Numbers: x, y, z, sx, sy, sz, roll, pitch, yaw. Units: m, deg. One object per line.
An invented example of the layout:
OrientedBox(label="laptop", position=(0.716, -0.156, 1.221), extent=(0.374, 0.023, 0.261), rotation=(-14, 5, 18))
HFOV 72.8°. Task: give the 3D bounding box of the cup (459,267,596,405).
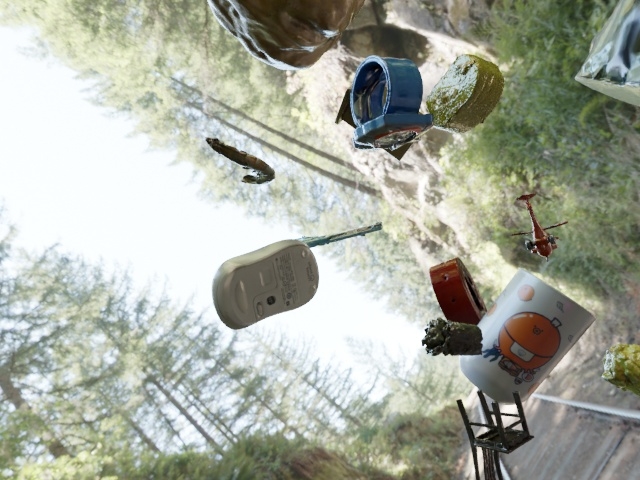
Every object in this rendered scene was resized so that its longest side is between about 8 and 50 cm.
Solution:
OrientedBox(label="cup", position=(0.525, 0.262, 1.145), extent=(0.318, 0.212, 0.212), rotation=(-57, -24, 10))

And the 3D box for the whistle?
OrientedBox(label="whistle", position=(0.511, -0.292, 0.626), extent=(0.404, 0.188, 0.168), rotation=(-30, -35, -62))

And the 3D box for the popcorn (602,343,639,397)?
OrientedBox(label="popcorn", position=(0.920, 0.384, 1.280), extent=(0.142, 0.173, 0.174), rotation=(-53, -23, -30))

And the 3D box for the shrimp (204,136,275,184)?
OrientedBox(label="shrimp", position=(-0.209, -0.193, 1.112), extent=(0.035, 0.195, 0.148), rotation=(-67, 10, -16))

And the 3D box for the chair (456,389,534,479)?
OrientedBox(label="chair", position=(0.345, 0.403, 0.828), extent=(0.084, 0.213, 0.101), rotation=(-6, -11, -33))

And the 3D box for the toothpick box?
OrientedBox(label="toothpick box", position=(0.240, -0.473, 1.665), extent=(0.188, 0.308, 0.190), rotation=(-52, -3, -30))

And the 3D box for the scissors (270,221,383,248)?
OrientedBox(label="scissors", position=(0.000, 0.001, 1.323), extent=(0.180, 0.392, 0.032), rotation=(-58, -46, -73))

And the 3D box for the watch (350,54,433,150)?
OrientedBox(label="watch", position=(0.203, -0.444, 1.435), extent=(0.241, 0.305, 0.275), rotation=(-7, -92, -28))

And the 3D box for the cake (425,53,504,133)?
OrientedBox(label="cake", position=(0.478, -0.481, 1.465), extent=(0.156, 0.179, 0.261), rotation=(10, -40, -23))

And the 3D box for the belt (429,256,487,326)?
OrientedBox(label="belt", position=(0.505, 0.218, 1.553), extent=(0.115, 0.324, 0.227), rotation=(-24, 20, 27))

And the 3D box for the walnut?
OrientedBox(label="walnut", position=(-0.080, -0.514, 0.816), extent=(0.306, 0.344, 0.306), rotation=(-41, 9, 8))

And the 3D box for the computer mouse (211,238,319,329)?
OrientedBox(label="computer mouse", position=(-0.139, 0.107, 1.062), extent=(0.296, 0.121, 0.185), rotation=(-25, -77, -41))

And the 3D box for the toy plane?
OrientedBox(label="toy plane", position=(0.535, -0.030, 1.051), extent=(0.194, 0.126, 0.077), rotation=(72, -157, -45))

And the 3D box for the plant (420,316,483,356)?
OrientedBox(label="plant", position=(0.312, 0.235, 1.040), extent=(0.094, 0.143, 0.092), rotation=(-38, -50, -77))
